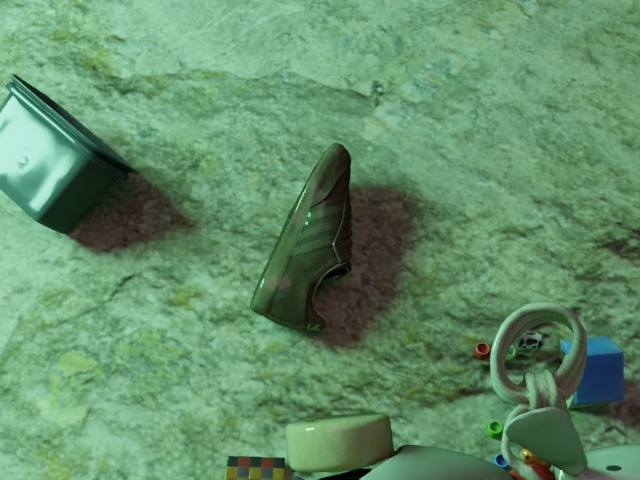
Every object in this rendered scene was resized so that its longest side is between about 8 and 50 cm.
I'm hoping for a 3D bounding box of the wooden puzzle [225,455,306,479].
[{"bbox_3d":[-0.054,0.202,1.064,0.083,0.006,0.049,2,57,-1],"label":"wooden puzzle"}]

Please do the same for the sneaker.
[{"bbox_3d":[0.000,0.000,1.175,0.071,0.066,0.188,27,64,-4],"label":"sneaker"}]

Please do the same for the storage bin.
[{"bbox_3d":[-0.253,-0.074,1.195,0.135,0.098,0.091,40,92,21],"label":"storage bin"}]

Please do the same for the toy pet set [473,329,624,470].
[{"bbox_3d":[0.196,0.122,1.090,0.114,0.065,0.122,-4,58,-5],"label":"toy pet set"}]

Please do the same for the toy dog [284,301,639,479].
[{"bbox_3d":[0.122,0.197,0.963,0.333,0.161,0.220,-24,95,-12],"label":"toy dog"}]
